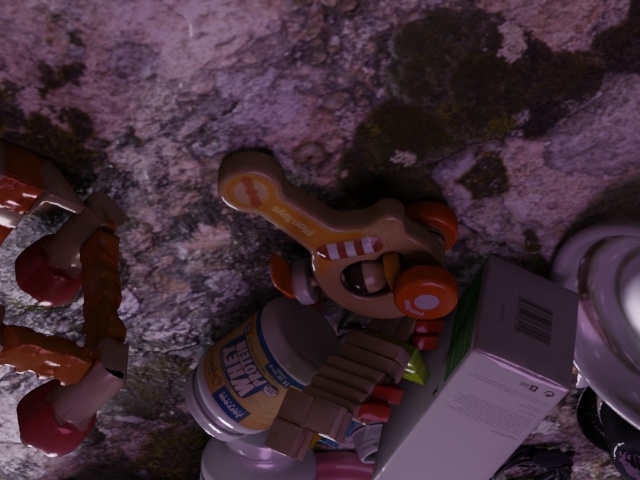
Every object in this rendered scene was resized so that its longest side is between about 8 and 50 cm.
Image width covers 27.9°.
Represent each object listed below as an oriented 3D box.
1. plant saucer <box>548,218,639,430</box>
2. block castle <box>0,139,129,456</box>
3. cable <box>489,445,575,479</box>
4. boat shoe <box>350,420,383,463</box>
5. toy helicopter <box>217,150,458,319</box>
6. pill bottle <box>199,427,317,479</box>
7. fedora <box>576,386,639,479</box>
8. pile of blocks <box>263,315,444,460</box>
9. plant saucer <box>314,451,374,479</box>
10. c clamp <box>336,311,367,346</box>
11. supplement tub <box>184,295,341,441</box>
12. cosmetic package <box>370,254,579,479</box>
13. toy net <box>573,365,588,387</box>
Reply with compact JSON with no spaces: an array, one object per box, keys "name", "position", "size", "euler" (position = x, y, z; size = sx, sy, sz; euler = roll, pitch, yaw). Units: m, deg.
[{"name":"plant saucer","position":[0.506,0.124,1.794],"size":[0.100,0.400,0.400],"euler":[-38,153,-29]},{"name":"block castle","position":[-0.443,0.045,1.408],"size":[0.453,0.303,0.213],"euler":[20,132,-34]},{"name":"cable","position":[0.367,0.421,2.334],"size":[0.184,0.047,0.150],"euler":[-6,147,-13]},{"name":"boat shoe","position":[0.173,0.339,2.133],"size":[0.258,0.084,0.095],"euler":[1,140,-17]},{"name":"toy helicopter","position":[0.000,0.000,1.653],"size":[0.355,0.140,0.235],"euler":[34,132,-31]},{"name":"pill bottle","position":[-0.103,0.413,2.031],"size":[0.181,0.181,0.323],"euler":[-1,120,-15]},{"name":"fedora","position":[0.586,0.329,2.106],"size":[0.334,0.152,0.334],"euler":[7,132,7]},{"name":"pile of blocks","position":[0.075,0.202,1.744],"size":[0.113,0.362,0.149],"euler":[18,131,30]},{"name":"plant saucer","position":[-0.017,0.489,2.271],"size":[0.332,0.084,0.332],"euler":[-8,143,-6]},{"name":"c clamp","position":[0.088,0.150,1.921],"size":[0.161,0.022,0.137],"euler":[11,136,-27]},{"name":"supplement tub","position":[-0.082,0.184,1.814],"size":[0.144,0.144,0.200],"euler":[25,128,-39]},{"name":"cosmetic package","position":[0.223,0.222,1.883],"size":[0.155,0.197,0.365],"euler":[24,133,-7]},{"name":"toy net","position":[0.376,0.175,2.023],"size":[0.232,0.045,0.122],"euler":[9,125,-30]}]
